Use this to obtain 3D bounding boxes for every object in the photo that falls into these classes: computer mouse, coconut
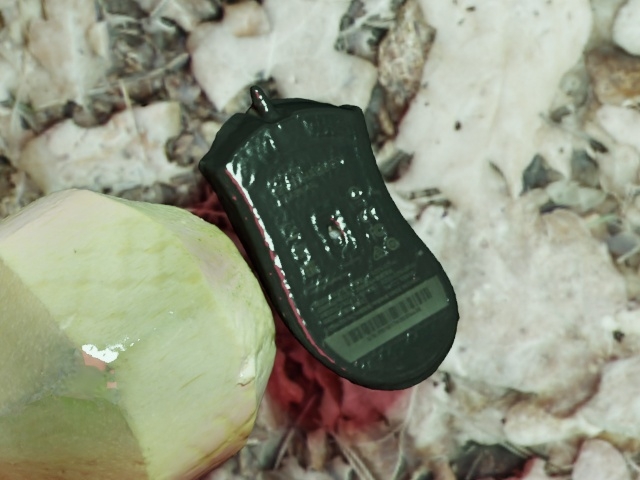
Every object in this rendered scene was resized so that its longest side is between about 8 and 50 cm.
[{"bbox_3d":[0.000,0.000,1.017,0.147,0.088,0.264,-24,89,-29],"label":"computer mouse"},{"bbox_3d":[-0.171,0.095,0.964,0.259,0.259,0.259,0,94,-1],"label":"coconut"}]
